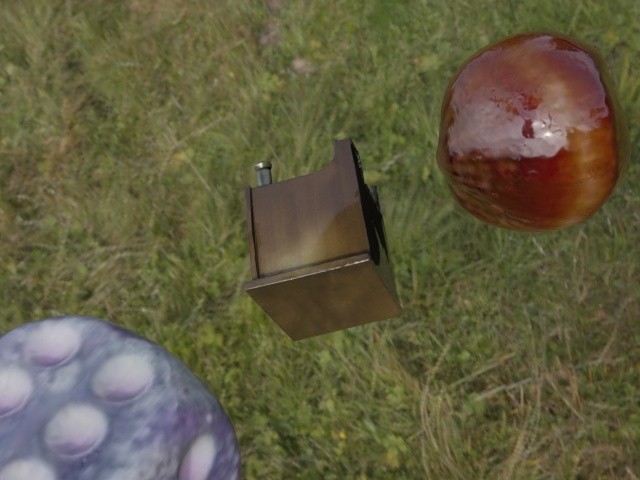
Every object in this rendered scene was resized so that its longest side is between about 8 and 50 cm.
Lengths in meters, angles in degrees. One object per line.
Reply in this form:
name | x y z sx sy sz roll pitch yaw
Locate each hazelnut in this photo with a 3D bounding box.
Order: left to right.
hazelnut | 0.195 -0.089 0.849 0.178 0.204 0.178 -1 67 3

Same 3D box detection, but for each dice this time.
dice | -0.263 0.264 0.980 0.270 0.271 0.270 18 47 26

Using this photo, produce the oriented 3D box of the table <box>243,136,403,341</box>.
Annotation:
table | 0.000 0.000 0.527 0.070 0.083 0.082 -14 61 12
